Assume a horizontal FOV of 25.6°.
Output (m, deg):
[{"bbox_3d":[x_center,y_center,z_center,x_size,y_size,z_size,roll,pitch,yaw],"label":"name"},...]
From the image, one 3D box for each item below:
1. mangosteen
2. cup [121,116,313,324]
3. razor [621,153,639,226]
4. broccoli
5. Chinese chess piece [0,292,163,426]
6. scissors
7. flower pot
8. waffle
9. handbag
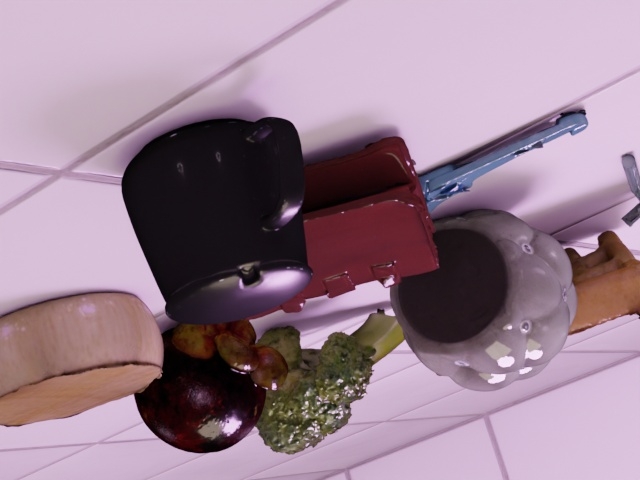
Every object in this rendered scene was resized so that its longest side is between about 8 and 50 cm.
[{"bbox_3d":[-0.166,0.201,1.993,0.209,0.210,0.210,-16,164,-5],"label":"mangosteen"},{"bbox_3d":[-0.083,-0.025,1.327,0.169,0.177,0.223,-1,159,-35],"label":"cup"},{"bbox_3d":[0.433,-0.082,1.933,0.084,0.036,0.211,-43,154,4],"label":"razor"},{"bbox_3d":[-0.004,0.190,2.183,0.302,0.186,0.254,-47,-178,4],"label":"broccoli"},{"bbox_3d":[-0.329,0.155,1.805,0.257,0.104,0.257,-15,165,-4],"label":"Chinese chess piece"},{"bbox_3d":[0.146,-0.063,1.686,0.392,0.032,0.180,-25,162,24],"label":"scissors"},{"bbox_3d":[0.218,0.077,1.861,0.246,0.246,0.195,-25,154,26],"label":"flower pot"},{"bbox_3d":[0.324,0.091,2.100,0.348,0.078,0.304,-19,-171,6],"label":"waffle"},{"bbox_3d":[0.000,-0.001,1.592,0.260,0.084,0.275,-17,158,6],"label":"handbag"}]
